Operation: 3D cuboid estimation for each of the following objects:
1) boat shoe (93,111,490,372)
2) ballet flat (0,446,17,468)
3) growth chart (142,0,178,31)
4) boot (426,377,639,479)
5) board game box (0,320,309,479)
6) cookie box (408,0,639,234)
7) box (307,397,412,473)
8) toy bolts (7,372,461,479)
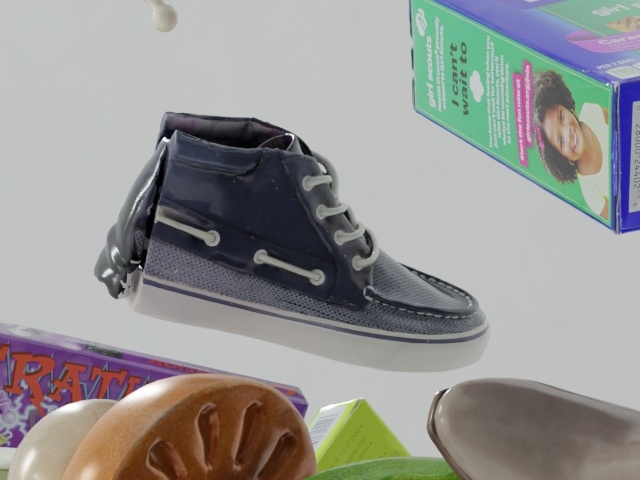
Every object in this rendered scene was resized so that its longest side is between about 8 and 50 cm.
[{"bbox_3d":[0.000,0.000,1.539,0.340,0.127,0.158,11,-70,-20],"label":"boat shoe"},{"bbox_3d":[-0.152,0.124,0.743,0.077,0.221,0.079,-14,-95,-66],"label":"ballet flat"},{"bbox_3d":[-0.065,-0.258,1.067,0.172,0.237,0.021,53,-150,13],"label":"growth chart"},{"bbox_3d":[0.097,0.059,0.477,0.118,0.087,0.042,22,-110,-22],"label":"boot"},{"bbox_3d":[-0.201,0.172,1.388,0.346,0.056,0.208,13,-83,-14],"label":"board game box"},{"bbox_3d":[0.086,-0.043,0.493,0.091,0.107,0.040,-11,-67,-22],"label":"cookie box"},{"bbox_3d":[0.040,0.187,1.041,0.178,0.042,0.109,51,-128,-16],"label":"box"},{"bbox_3d":[-0.075,0.163,0.559,0.228,0.158,0.218,-21,-64,-46],"label":"toy bolts"}]
